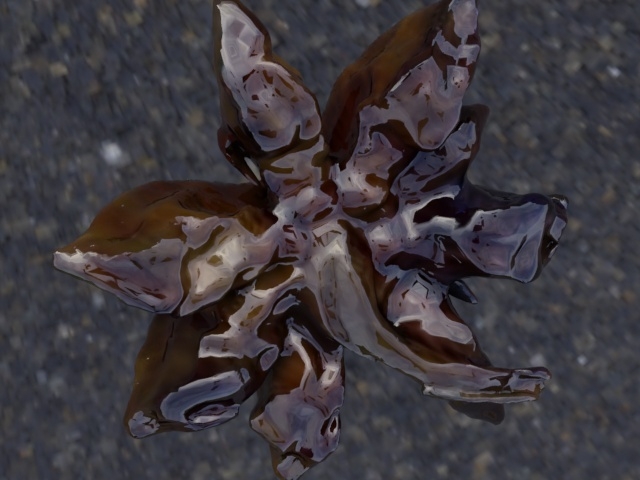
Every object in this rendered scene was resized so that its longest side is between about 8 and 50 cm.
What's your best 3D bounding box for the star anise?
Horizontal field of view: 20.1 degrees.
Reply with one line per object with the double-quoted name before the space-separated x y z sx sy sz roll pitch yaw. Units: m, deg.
"star anise" 0.001 0.000 0.533 0.168 0.057 0.167 -4 108 -13
